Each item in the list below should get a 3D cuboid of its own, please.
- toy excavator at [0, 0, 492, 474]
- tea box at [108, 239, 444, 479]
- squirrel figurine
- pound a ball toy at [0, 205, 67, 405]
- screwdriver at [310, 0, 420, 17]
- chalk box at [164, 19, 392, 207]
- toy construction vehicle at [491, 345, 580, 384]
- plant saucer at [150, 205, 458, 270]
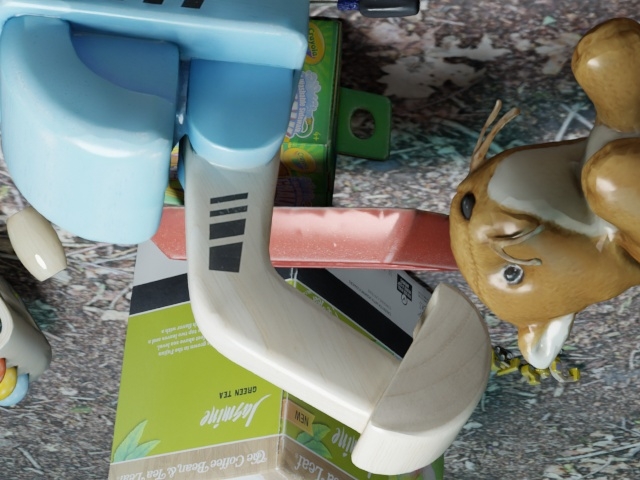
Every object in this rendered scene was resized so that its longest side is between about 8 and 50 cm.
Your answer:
[{"bbox_3d":[-0.093,-0.058,1.278,0.433,0.445,0.222,7,153,-7],"label":"toy excavator"},{"bbox_3d":[-0.033,0.166,1.837,0.220,0.323,0.329,-13,149,30],"label":"tea box"},{"bbox_3d":[0.311,-0.031,1.412,0.370,0.281,0.397,-32,150,28],"label":"squirrel figurine"},{"bbox_3d":[-0.347,0.093,1.867,0.208,0.135,0.319,-30,172,-6],"label":"pound a ball toy"},{"bbox_3d":[0.001,-0.199,1.450,0.170,0.025,0.024,-2,152,11],"label":"screwdriver"},{"bbox_3d":[-0.043,-0.111,1.511,0.213,0.132,0.132,3,153,2],"label":"chalk box"},{"bbox_3d":[0.258,0.156,2.082,0.086,0.035,0.098,-19,144,38],"label":"toy construction vehicle"},{"bbox_3d":[0.000,0.000,1.509,0.259,0.047,0.258,0,177,22],"label":"plant saucer"}]
